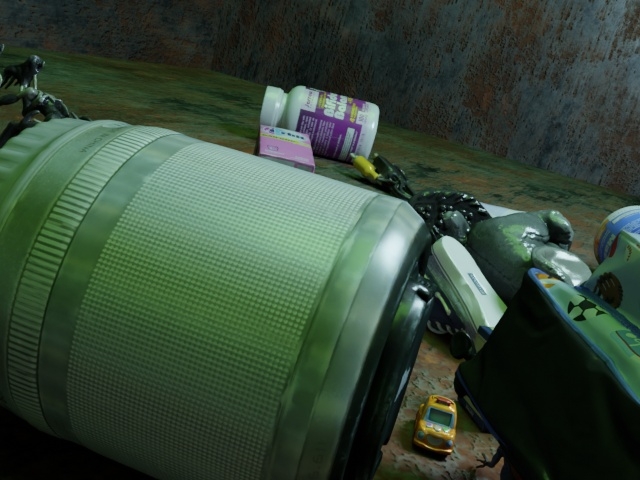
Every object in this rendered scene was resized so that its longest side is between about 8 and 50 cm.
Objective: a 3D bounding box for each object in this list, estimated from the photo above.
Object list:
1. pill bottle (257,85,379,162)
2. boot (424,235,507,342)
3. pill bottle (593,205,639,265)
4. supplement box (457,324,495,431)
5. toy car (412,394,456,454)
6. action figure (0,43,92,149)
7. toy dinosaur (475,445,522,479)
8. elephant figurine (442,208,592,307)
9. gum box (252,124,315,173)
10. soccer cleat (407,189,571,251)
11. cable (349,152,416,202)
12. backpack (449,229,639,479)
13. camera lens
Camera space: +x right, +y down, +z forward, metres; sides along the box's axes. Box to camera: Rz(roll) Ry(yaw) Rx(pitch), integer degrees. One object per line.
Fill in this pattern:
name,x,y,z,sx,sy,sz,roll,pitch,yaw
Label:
pill bottle,-0.009,-0.314,1.832,0.302,0.169,0.169,13,16,-6
boot,0.169,0.092,0.820,0.069,0.086,0.190,11,43,-40
pill bottle,0.575,0.038,1.181,0.152,0.152,0.272,16,16,5
supplement box,0.187,0.132,0.651,0.083,0.083,0.056,8,16,-18
toy car,0.068,0.139,0.603,0.122,0.040,0.060,22,18,24
action figure,-0.435,-0.170,1.054,0.275,0.141,0.164,50,21,20
toy dinosaur,0.156,0.168,0.529,0.047,0.090,0.082,2,62,-8
elephant figurine,0.279,0.071,0.849,0.186,0.169,0.239,-15,35,1
gum box,-0.062,-0.025,0.792,0.062,0.188,0.107,12,24,-10
soccer cleat,0.295,-0.021,1.266,0.318,0.108,0.116,9,-3,-12
cable,0.168,-0.122,1.596,0.139,0.072,0.287,25,22,-31
backpack,0.251,0.134,0.442,0.263,0.213,0.276,32,19,-19
camera lens,-0.074,0.048,0.464,0.274,0.219,0.219,18,17,12
